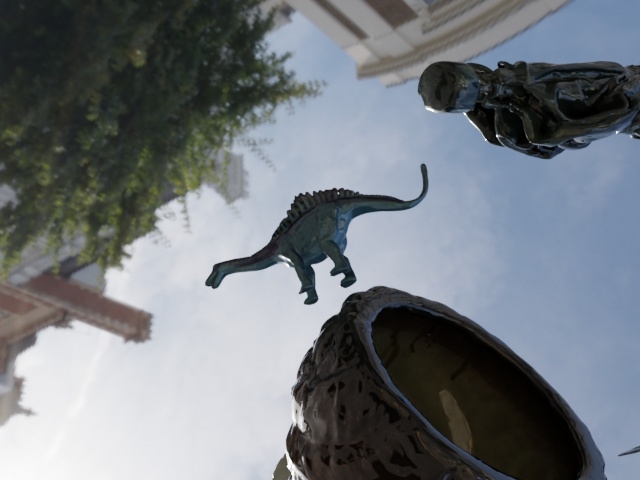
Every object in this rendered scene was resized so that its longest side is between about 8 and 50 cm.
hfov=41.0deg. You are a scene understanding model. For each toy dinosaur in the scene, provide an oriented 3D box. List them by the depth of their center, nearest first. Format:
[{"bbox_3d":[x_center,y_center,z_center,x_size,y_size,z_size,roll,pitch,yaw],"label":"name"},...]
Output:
[{"bbox_3d":[0.000,0.000,0.663,0.197,0.045,0.080,-27,-117,6],"label":"toy dinosaur"}]

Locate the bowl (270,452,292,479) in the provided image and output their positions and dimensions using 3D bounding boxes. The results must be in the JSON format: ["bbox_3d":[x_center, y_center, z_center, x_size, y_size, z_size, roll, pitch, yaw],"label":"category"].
[{"bbox_3d":[0.107,0.365,1.081,0.337,0.337,0.158,-41,-149,19],"label":"bowl"}]

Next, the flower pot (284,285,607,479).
[{"bbox_3d":[0.062,0.221,0.742,0.267,0.266,0.267,-57,-139,20],"label":"flower pot"}]

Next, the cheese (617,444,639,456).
[{"bbox_3d":[0.362,0.200,0.874,0.121,0.067,0.026,-50,-124,56],"label":"cheese"}]

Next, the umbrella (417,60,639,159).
[{"bbox_3d":[0.234,-0.124,0.797,0.143,0.348,0.094,-3,-88,55],"label":"umbrella"}]
